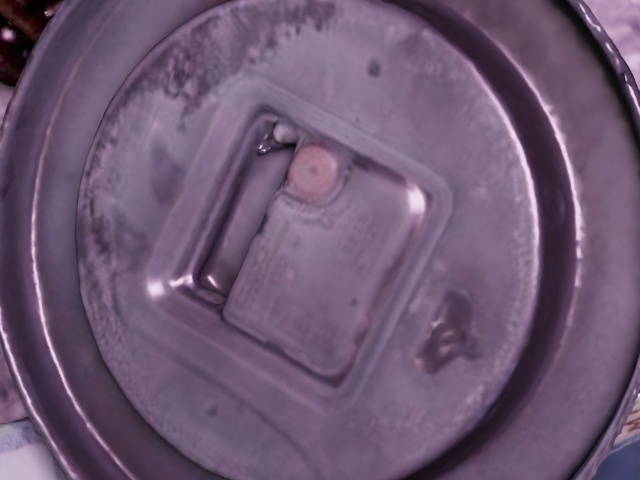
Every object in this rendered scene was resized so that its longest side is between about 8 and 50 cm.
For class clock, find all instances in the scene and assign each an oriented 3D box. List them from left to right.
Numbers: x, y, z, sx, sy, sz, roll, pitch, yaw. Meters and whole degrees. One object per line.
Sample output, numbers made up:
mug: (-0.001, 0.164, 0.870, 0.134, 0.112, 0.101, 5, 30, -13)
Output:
clock: (-0.001, 0.001, 0.630, 0.318, 0.066, 0.319, 1, 92, 23)

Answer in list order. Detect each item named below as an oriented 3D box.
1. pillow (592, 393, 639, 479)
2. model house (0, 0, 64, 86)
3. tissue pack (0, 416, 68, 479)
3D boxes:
pillow: (0.239, 0.058, 0.621, 0.189, 0.034, 0.256, 31, 111, 3)
model house: (-0.155, -0.195, 0.680, 0.164, 0.203, 0.141, -24, 61, 20)
tissue pack: (-0.163, 0.247, 0.631, 0.128, 0.228, 0.311, -26, 83, 21)
